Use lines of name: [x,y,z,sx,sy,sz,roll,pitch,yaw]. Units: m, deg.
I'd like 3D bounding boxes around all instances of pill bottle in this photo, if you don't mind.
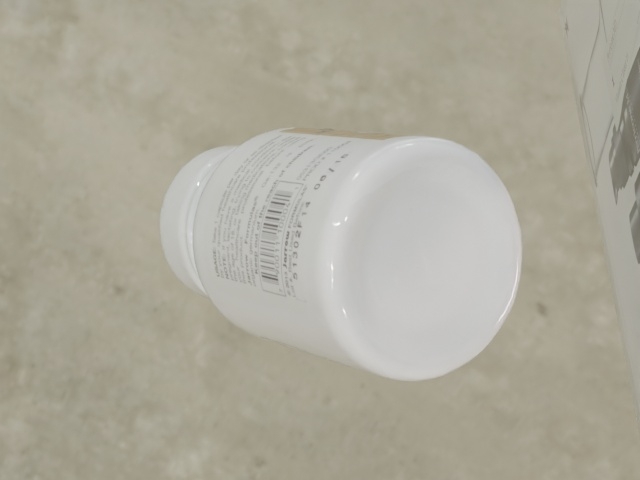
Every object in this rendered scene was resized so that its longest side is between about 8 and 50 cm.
pill bottle: [0.000,0.000,0.912,0.131,0.131,0.229,-2,6,-31]

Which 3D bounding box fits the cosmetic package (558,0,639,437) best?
cosmetic package: [0.192,-0.003,0.684,0.097,0.284,0.377,-8,72,2]
